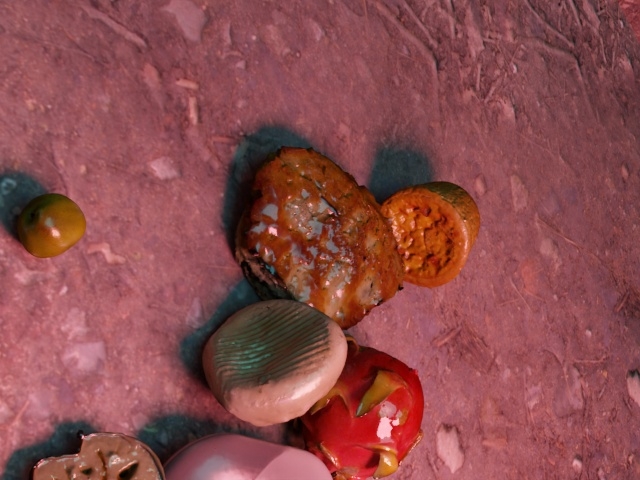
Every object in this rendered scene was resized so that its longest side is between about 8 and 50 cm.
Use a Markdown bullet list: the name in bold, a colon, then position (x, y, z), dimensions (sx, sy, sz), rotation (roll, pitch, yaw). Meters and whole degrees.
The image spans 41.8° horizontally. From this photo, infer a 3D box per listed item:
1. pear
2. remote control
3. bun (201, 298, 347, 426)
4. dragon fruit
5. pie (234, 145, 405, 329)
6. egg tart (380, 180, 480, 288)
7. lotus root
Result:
- **pear**: position (-0.367, -0.023, 1.137), dimensions (0.092, 0.097, 0.092), rotation (2, 75, -9)
- **remote control**: position (-0.114, 0.408, 1.268), dimensions (0.332, 0.103, 0.221), rotation (23, 87, -33)
- **bun**: position (-0.069, 0.197, 1.310), dimensions (0.231, 0.231, 0.133), rotation (-51, 142, -35)
- **dragon fruit**: position (0.063, 0.293, 1.405), dimensions (0.227, 0.224, 0.224), rotation (-48, 114, -34)
- **pie**: position (0.000, 0.000, 1.460), dimensions (0.354, 0.103, 0.288), rotation (49, 54, -20)
- **egg tart**: position (0.217, -0.022, 1.614), dimensions (0.147, 0.203, 0.202), rotation (-28, 102, -53)
- **lotus root**: position (-0.305, 0.363, 1.127), dimensions (0.183, 0.078, 0.203), rotation (8, 63, -25)
